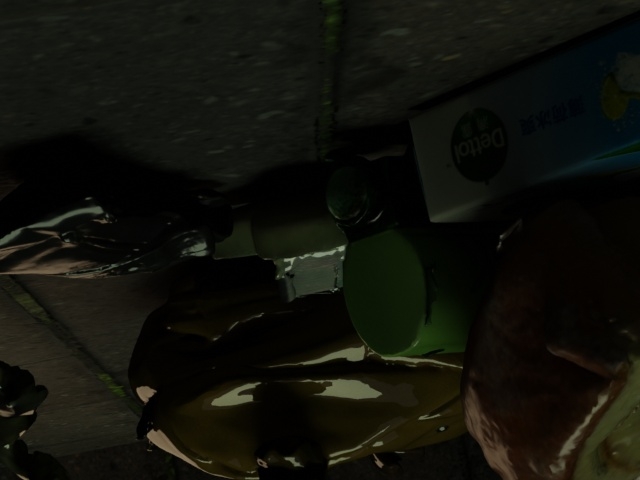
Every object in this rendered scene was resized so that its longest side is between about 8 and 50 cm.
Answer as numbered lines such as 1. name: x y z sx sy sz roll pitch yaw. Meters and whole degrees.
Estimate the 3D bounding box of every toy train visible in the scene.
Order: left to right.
1. toy train: 0.103 0.009 1.211 0.105 0.157 0.253 -18 167 40

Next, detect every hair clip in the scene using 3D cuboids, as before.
1. hair clip: 0.003 -0.002 1.299 0.159 0.071 0.218 -14 176 1

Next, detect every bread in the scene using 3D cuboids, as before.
1. bread: 0.170 0.070 1.110 0.190 0.123 0.244 -41 152 -1

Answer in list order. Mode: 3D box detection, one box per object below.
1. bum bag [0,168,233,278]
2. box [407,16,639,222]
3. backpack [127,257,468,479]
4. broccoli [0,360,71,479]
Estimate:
1. bum bag: -0.144 -0.009 1.131 0.123 0.060 0.248 -12 172 14
2. box: 0.172 -0.069 1.088 0.139 0.073 0.194 -1 167 -45
3. backpack: 0.017 0.114 1.601 0.378 0.201 0.353 -8 174 2
4. broccoli: -0.315 0.145 1.064 0.272 0.334 0.324 -18 157 27
